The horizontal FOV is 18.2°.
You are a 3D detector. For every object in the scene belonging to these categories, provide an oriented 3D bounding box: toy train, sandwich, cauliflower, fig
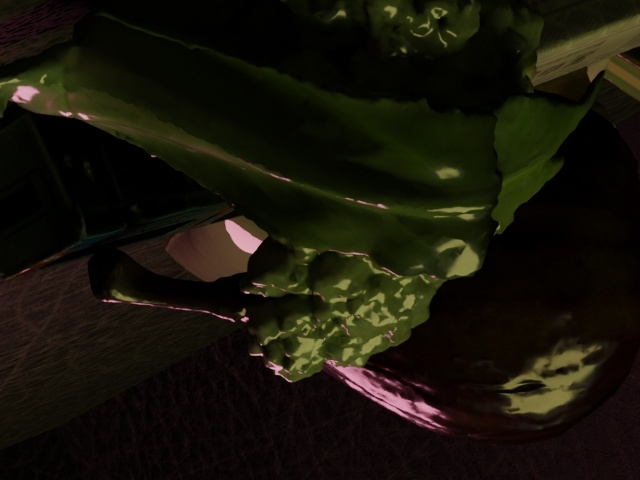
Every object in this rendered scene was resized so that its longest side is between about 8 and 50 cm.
[{"bbox_3d":[-0.087,-0.052,1.295,0.089,0.086,0.409,-28,176,26],"label":"toy train"},{"bbox_3d":[0.306,-0.164,1.995,0.074,0.116,0.074,-26,175,-17],"label":"sandwich"},{"bbox_3d":[-0.024,-0.074,0.969,0.315,0.239,0.256,9,155,1],"label":"cauliflower"},{"bbox_3d":[0.027,0.016,1.165,0.321,0.217,0.217,-1,175,1],"label":"fig"}]

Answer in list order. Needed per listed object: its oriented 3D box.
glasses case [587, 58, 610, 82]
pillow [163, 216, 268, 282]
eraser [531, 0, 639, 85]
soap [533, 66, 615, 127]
[{"bbox_3d":[0.127,-0.115,1.819,0.297,0.075,0.113,-24,174,-12],"label":"glasses case"},{"bbox_3d":[0.000,0.000,1.702,0.255,0.120,0.322,16,168,-5],"label":"pillow"},{"bbox_3d":[0.158,-0.163,1.333,0.404,0.096,0.098,-22,171,-37],"label":"eraser"},{"bbox_3d":[0.124,-0.110,1.501,0.076,0.135,0.233,-29,175,32],"label":"soap"}]
